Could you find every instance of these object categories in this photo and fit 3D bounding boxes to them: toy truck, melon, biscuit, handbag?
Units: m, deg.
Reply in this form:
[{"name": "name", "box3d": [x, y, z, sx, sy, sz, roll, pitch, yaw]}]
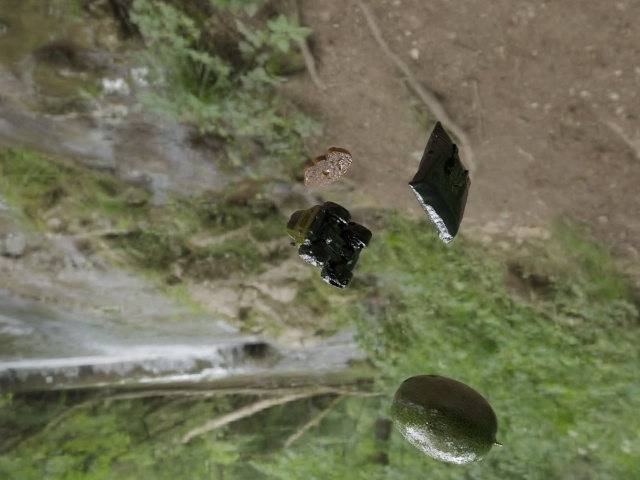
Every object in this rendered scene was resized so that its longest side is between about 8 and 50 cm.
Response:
[{"name": "toy truck", "box3d": [0.000, 0.000, 1.718, 0.165, 0.147, 0.224, 18, 165, 35]}, {"name": "melon", "box3d": [0.181, 0.258, 1.080, 0.167, 0.114, 0.114, 22, 178, 17]}, {"name": "biscuit", "box3d": [0.015, -0.173, 1.787, 0.130, 0.019, 0.102, -39, 142, 22]}, {"name": "handbag", "box3d": [0.312, -0.147, 1.924, 0.089, 0.211, 0.254, 5, 148, 38]}]
